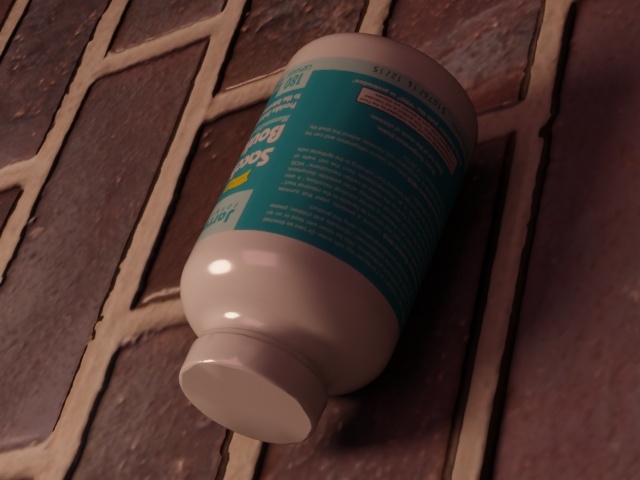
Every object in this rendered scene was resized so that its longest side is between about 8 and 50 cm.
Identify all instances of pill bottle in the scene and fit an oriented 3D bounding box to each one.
[{"bbox_3d":[0.000,0.000,1.076,0.146,0.146,0.264,-7,46,39],"label":"pill bottle"}]
